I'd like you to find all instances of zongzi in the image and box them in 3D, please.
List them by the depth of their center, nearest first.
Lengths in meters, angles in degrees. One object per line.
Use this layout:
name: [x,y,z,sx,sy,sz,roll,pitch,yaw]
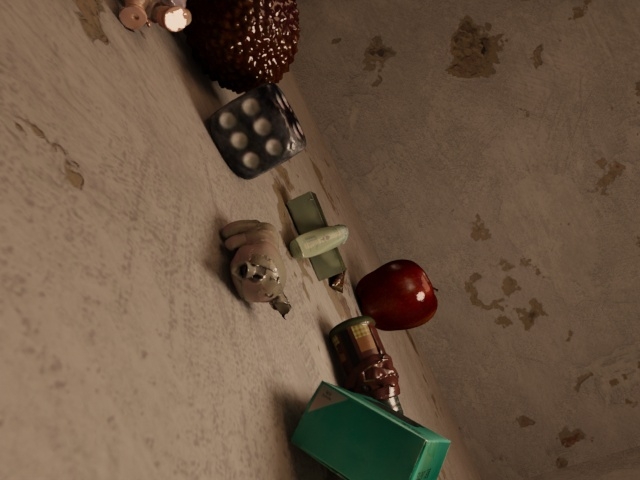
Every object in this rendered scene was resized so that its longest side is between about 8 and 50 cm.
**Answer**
zongzi: [0.064,0.123,1.398,0.067,0.073,0.083,31,30,-35]

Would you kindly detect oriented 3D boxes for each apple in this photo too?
apple: [0.314,0.219,1.682,0.288,0.316,0.288,59,17,-30]

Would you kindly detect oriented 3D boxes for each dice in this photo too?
dice: [-0.149,-0.269,1.021,0.182,0.181,0.183,59,14,-16]

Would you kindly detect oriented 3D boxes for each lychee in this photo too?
lychee: [-0.194,-0.545,1.061,0.330,0.306,0.306,65,9,-47]

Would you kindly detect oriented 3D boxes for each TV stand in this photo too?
TV stand: [-0.011,-0.012,1.308,0.083,0.088,0.270,-1,69,-78]

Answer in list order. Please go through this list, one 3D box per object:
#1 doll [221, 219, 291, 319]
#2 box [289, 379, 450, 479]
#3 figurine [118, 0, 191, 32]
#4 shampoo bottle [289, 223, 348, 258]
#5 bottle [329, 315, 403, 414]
doll: [-0.115,0.041,0.773,0.149,0.095,0.192,56,13,-44]
box: [0.111,0.372,0.764,0.118,0.205,0.311,-65,148,-14]
figurine: [-0.342,-0.522,0.848,0.200,0.133,0.276,68,9,-57]
shampoo bottle: [0.000,0.000,1.194,0.212,0.049,0.072,-22,82,-45]
bottle: [0.118,0.342,1.063,0.156,0.143,0.271,117,-42,-54]
